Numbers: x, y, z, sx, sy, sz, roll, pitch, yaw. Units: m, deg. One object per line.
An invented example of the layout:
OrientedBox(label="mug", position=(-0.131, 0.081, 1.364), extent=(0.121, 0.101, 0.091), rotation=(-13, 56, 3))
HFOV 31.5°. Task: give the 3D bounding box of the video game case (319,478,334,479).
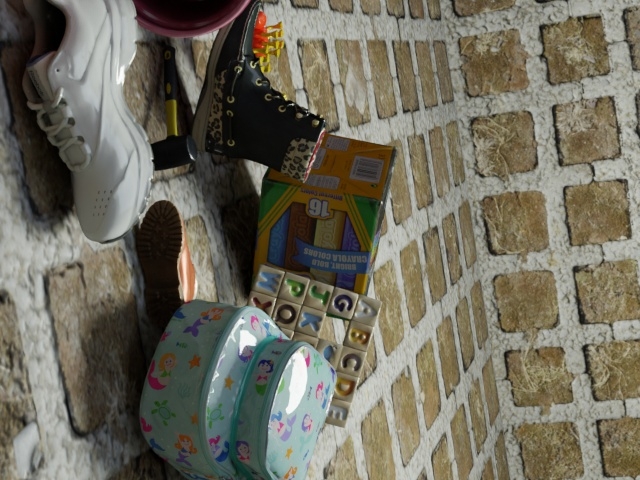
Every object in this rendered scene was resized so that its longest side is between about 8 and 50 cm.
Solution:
OrientedBox(label="video game case", position=(0.009, 0.609, 1.844), extent=(0.329, 0.036, 0.300), rotation=(-64, 143, -58))

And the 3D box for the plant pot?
OrientedBox(label="plant pot", position=(-0.169, -0.364, 1.451), extent=(0.180, 0.201, 0.201), rotation=(-83, 162, -77))

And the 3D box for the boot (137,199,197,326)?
OrientedBox(label="boot", position=(-0.189, 0.024, 1.439), extent=(0.084, 0.059, 0.157), rotation=(-31, 122, -73))

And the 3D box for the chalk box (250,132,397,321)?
OrientedBox(label="chalk box", position=(0.000, 0.000, 1.753), extent=(0.180, 0.179, 0.289), rotation=(-71, 172, -56))

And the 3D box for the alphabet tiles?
OrientedBox(label="alphabet tiles", position=(-0.032, 0.175, 1.657), extent=(0.009, 0.198, 0.237), rotation=(-173, -80, -72))

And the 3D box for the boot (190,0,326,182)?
OrientedBox(label="boot", position=(-0.069, -0.206, 1.557), extent=(0.085, 0.179, 0.236), rotation=(-55, 165, -67))

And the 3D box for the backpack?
OrientedBox(label="backpack", position=(-0.105, 0.197, 1.415), extent=(0.253, 0.191, 0.225), rotation=(51, 52, -50))

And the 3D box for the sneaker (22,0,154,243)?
OrientedBox(label="sneaker", position=(-0.265, -0.141, 1.232), extent=(0.129, 0.111, 0.297), rotation=(-3, 82, -56))

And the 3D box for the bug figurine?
OrientedBox(label="bug figurine", position=(-0.102, -0.248, 1.740), extent=(0.279, 0.072, 0.216), rotation=(-78, 164, -70))

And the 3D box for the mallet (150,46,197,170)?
OrientedBox(label="mallet", position=(-0.206, -0.174, 1.500), extent=(0.039, 0.062, 0.189), rotation=(54, 19, -58))
